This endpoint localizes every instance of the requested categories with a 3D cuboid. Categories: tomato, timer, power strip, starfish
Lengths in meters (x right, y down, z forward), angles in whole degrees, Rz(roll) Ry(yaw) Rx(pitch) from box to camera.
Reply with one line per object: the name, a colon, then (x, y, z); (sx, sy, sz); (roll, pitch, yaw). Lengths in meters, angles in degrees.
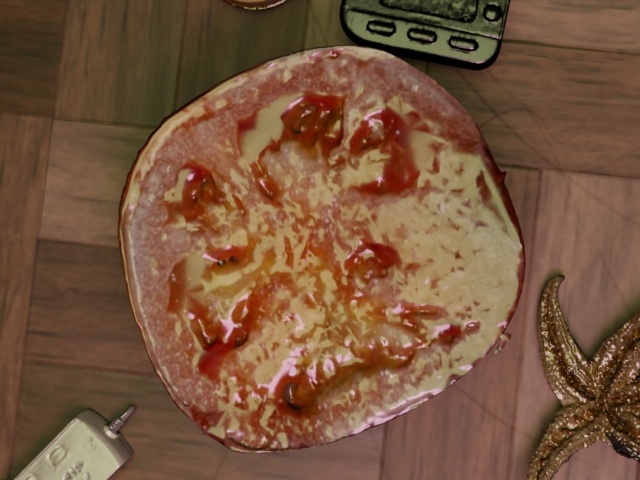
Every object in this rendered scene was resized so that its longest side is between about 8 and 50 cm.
tomato: (0.003, 0.006, 1.076); (0.338, 0.144, 0.338); (-1, 84, 7)
timer: (0.101, -0.249, 1.123); (0.144, 0.055, 0.187); (12, 85, 5)
power strip: (-0.255, 0.239, 1.145); (0.060, 0.027, 0.252); (44, 92, 5)
starfish: (0.241, 0.140, 1.097); (0.238, 0.057, 0.213); (-44, 78, -2)

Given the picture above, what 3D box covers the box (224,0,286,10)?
box: (-0.059, -0.258, 1.142); (0.106, 0.037, 0.105); (0, 89, 5)
